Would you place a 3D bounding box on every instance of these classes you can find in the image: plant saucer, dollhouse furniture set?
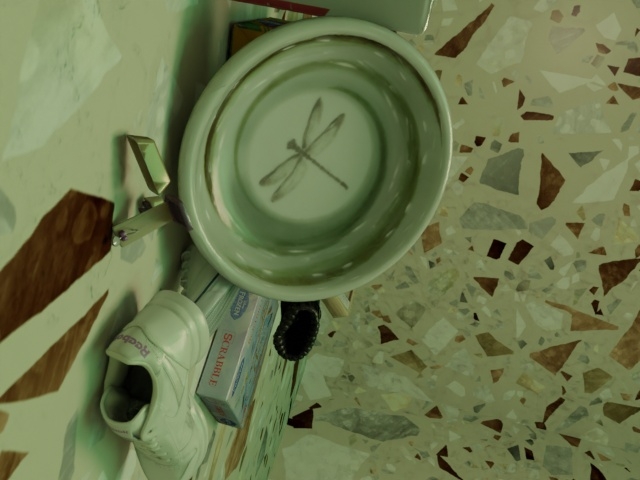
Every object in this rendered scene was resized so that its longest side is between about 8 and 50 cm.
[{"bbox_3d":[-0.007,-0.109,0.899,0.100,0.400,0.401,-132,-133,-56],"label":"plant saucer"},{"bbox_3d":[-0.206,-0.053,0.680,0.081,0.091,0.114,-30,123,-24],"label":"dollhouse furniture set"}]

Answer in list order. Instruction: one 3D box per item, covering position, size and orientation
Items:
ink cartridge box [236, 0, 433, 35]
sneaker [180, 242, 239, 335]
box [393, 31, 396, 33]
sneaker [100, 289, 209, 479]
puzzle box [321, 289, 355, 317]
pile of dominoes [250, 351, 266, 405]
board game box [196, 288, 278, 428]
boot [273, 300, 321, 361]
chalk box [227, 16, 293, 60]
[{"bbox_3d":[0.046,-0.447,0.957,0.385,0.279,0.160,-69,169,-59],"label":"ink cartridge box"},{"bbox_3d":[-0.166,0.056,0.937,0.094,0.091,0.258,106,10,-49],"label":"sneaker"},{"bbox_3d":[0.074,-0.443,1.645,0.167,0.203,0.169,95,9,-53],"label":"box"},{"bbox_3d":[-0.218,0.213,0.797,0.152,0.114,0.305,-45,145,-55],"label":"sneaker"},{"bbox_3d":[0.005,-0.020,1.733,0.409,0.052,0.272,59,34,-38],"label":"puzzle box"},{"bbox_3d":[-0.175,0.312,1.812,0.196,0.040,0.251,-81,-173,-54],"label":"pile of dominoes"},{"bbox_3d":[-0.169,0.225,1.410,0.318,0.065,0.319,92,12,-63],"label":"board game box"},{"bbox_3d":[-0.055,0.137,1.795,0.260,0.131,0.348,-66,156,-76],"label":"boot"},{"bbox_3d":[-0.033,-0.265,1.070,0.289,0.179,0.180,-64,167,-66],"label":"chalk box"}]
